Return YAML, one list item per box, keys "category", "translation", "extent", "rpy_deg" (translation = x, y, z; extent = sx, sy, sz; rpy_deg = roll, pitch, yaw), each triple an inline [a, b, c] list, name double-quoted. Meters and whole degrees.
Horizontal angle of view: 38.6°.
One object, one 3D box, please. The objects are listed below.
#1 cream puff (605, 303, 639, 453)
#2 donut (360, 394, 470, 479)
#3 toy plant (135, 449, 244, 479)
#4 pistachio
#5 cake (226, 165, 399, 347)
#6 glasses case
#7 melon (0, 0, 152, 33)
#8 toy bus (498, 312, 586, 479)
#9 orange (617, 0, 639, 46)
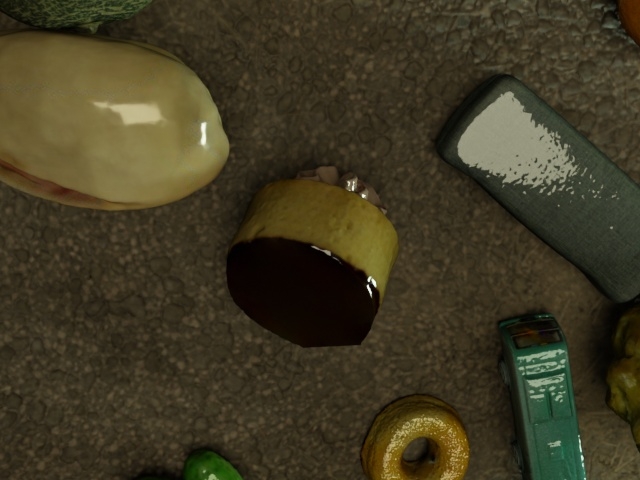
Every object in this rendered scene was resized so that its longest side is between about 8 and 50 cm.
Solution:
- category: "cream puff"
  translation: [0.465, 0.165, 1.127]
  extent: [0.244, 0.244, 0.196]
  rpy_deg: [-11, 135, -4]
- category: "donut"
  translation: [0.127, 0.281, 1.191]
  extent: [0.151, 0.058, 0.152]
  rpy_deg: [-1, 101, -7]
- category: "toy plant"
  translation: [-0.151, 0.438, 1.159]
  extent: [0.224, 0.184, 0.316]
  rpy_deg: [-30, 89, -4]
- category: "pistachio"
  translation: [-0.245, -0.127, 0.983]
  extent: [0.299, 0.187, 0.188]
  rpy_deg: [6, 103, 0]
- category: "cake"
  translation: [0.000, 0.000, 1.066]
  extent: [0.185, 0.178, 0.208]
  rpy_deg: [15, 136, 10]
- category: "glasses case"
  translation: [0.295, -0.062, 1.117]
  extent: [0.323, 0.074, 0.131]
  rpy_deg: [38, 96, -13]
- category: "melon"
  translation: [-0.264, -0.368, 0.896]
  extent: [0.248, 0.248, 0.330]
  rpy_deg: [-12, 97, -3]
- category: "toy bus"
  translation: [0.290, 0.230, 1.173]
  extent: [0.091, 0.109, 0.262]
  rpy_deg: [-12, 104, 3]
- category: "orange"
  translation: [0.408, -0.285, 1.056]
  extent: [0.135, 0.118, 0.136]
  rpy_deg: [-10, 134, -11]
